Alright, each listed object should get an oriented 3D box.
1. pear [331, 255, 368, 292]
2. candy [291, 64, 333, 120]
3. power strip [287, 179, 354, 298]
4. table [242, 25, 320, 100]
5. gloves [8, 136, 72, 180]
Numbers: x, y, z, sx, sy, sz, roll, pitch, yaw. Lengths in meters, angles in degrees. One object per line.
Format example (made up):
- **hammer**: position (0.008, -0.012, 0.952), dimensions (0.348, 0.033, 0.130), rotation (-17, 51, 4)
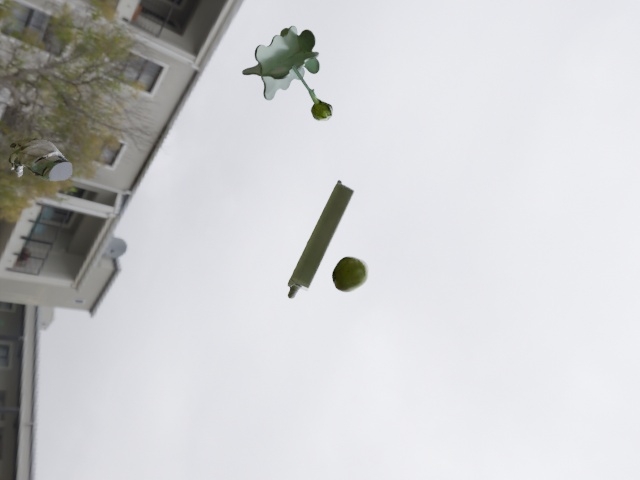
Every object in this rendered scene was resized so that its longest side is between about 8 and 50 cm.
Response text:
- **pear**: position (0.069, 0.082, 1.328), dimensions (0.092, 0.097, 0.092), rotation (22, -49, 28)
- **candy**: position (-0.027, -0.401, 1.488), dimensions (0.062, 0.194, 0.058), rotation (-16, -133, 24)
- **power strip**: position (0.000, 0.000, 1.408), dimensions (0.338, 0.058, 0.098), rotation (-64, 179, -11)
- **table**: position (-0.116, -0.519, 1.601), dimensions (0.167, 0.166, 0.198), rotation (-6, -149, 47)
- **gloves**: position (-0.788, -0.234, 1.509), dimensions (0.212, 0.127, 0.111), rotation (32, -40, 14)
